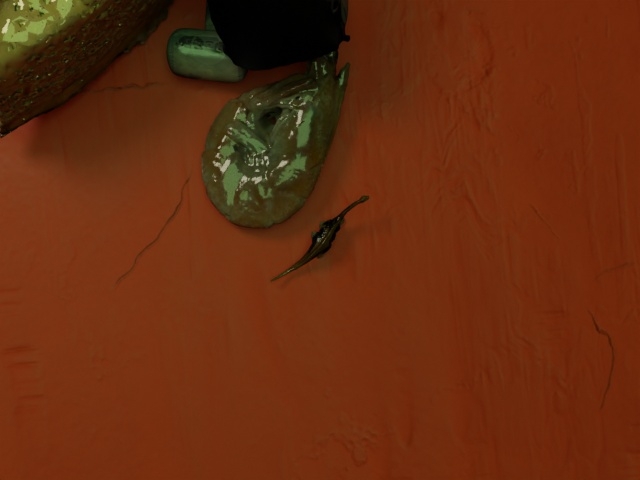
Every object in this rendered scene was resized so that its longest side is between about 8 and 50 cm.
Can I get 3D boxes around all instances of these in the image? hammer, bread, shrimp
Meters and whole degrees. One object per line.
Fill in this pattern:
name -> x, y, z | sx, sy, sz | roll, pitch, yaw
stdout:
hammer -> -0.151, -0.318, 1.265 | 0.116, 0.069, 0.194 | 5, 79, -6
bread -> -0.356, -0.345, 1.147 | 0.315, 0.248, 0.279 | -36, 93, -16
shrimp -> -0.061, -0.170, 1.261 | 0.168, 0.077, 0.317 | 20, 89, -3

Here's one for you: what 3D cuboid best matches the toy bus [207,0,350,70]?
toy bus -> -0.090, -0.418, 1.111 | 0.171, 0.162, 0.386 | -11, 130, 14

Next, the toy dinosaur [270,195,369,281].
toy dinosaur -> 0.002, -0.002, 1.277 | 0.037, 0.058, 0.180 | 39, 98, 4
